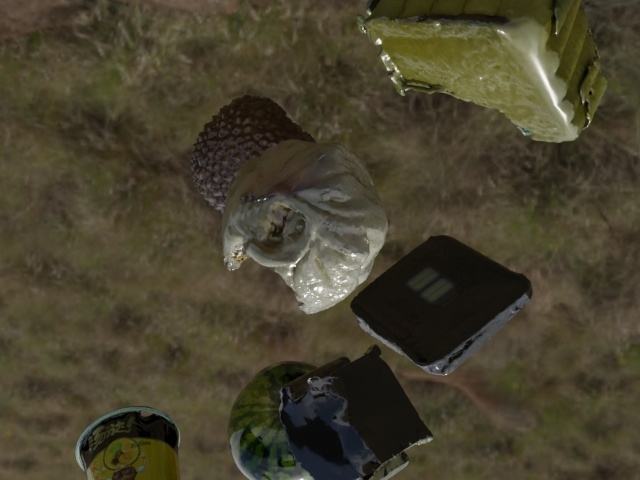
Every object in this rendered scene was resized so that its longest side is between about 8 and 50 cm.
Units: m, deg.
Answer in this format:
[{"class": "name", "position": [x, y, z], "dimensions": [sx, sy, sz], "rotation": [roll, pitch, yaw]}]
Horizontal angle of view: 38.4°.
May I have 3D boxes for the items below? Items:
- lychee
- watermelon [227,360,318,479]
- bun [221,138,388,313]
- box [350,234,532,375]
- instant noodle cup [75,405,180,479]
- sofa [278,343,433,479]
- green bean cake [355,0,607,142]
[{"class": "lychee", "position": [-0.139, -0.163, 1.924], "dimensions": [0.267, 0.268, 0.267], "rotation": [6, 158, 3]}, {"class": "watermelon", "position": [-0.059, 0.399, 1.969], "dimensions": [0.285, 0.285, 0.285], "rotation": [6, 158, 3]}, {"class": "bun", "position": [-0.030, -0.035, 1.428], "dimensions": [0.281, 0.282, 0.205], "rotation": [2, 176, 12]}, {"class": "box", "position": [0.292, 0.152, 2.265], "dimensions": [0.350, 0.359, 0.091], "rotation": [33, 154, 47]}, {"class": "instant noodle cup", "position": [-0.356, 0.474, 1.771], "dimensions": [0.215, 0.236, 0.216], "rotation": [-10, 128, -13]}, {"class": "sofa", "position": [0.059, 0.359, 1.808], "dimensions": [0.200, 0.258, 0.182], "rotation": [-23, 165, -39]}, {"class": "green bean cake", "position": [0.248, -0.293, 1.341], "dimensions": [0.310, 0.202, 0.285], "rotation": [13, 155, 35]}]
